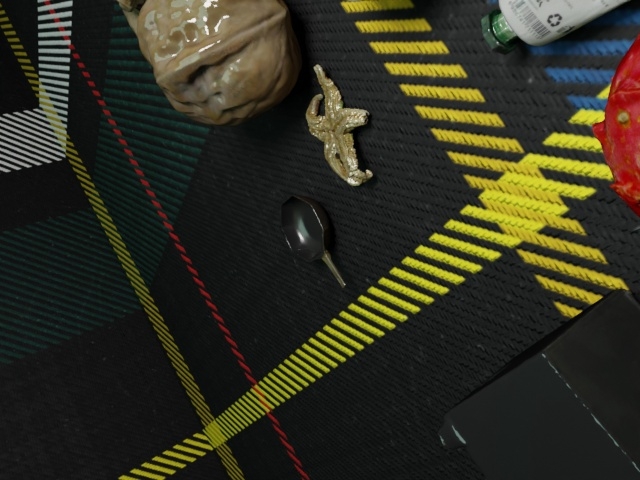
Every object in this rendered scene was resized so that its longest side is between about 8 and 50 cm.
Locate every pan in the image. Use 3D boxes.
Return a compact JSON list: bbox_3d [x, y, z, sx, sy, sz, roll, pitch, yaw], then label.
[{"bbox_3d":[-0.007,0.006,1.062,0.128,0.048,0.201,-33,79,56],"label":"pan"}]

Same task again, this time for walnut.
[{"bbox_3d":[-0.162,-0.327,0.923,0.273,0.227,0.273,1,93,24],"label":"walnut"}]

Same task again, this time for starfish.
[{"bbox_3d":[0.023,-0.189,0.913,0.150,0.053,0.209,-5,102,50],"label":"starfish"}]

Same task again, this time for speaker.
[{"bbox_3d":[0.311,0.232,0.641,0.232,0.184,0.254,54,146,20],"label":"speaker"}]

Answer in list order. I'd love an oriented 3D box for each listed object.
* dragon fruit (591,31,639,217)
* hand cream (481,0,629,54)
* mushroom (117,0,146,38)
[{"bbox_3d":[0.326,-0.103,0.429,0.205,0.210,0.268,-18,88,39],"label":"dragon fruit"},{"bbox_3d":[0.284,-0.274,0.484,0.121,0.076,0.336,42,149,-14],"label":"hand cream"},{"bbox_3d":[-0.348,-0.487,1.038,0.292,0.290,0.292,29,126,50],"label":"mushroom"}]
